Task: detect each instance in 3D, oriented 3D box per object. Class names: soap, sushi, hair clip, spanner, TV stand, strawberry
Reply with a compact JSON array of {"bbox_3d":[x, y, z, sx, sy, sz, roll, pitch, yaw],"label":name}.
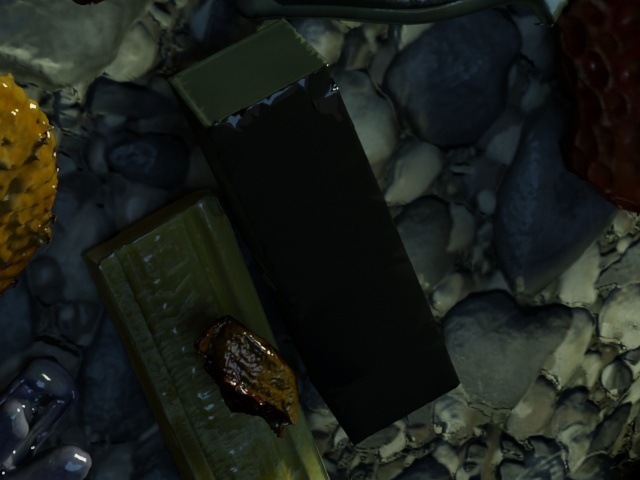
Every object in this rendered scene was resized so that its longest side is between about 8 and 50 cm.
[{"bbox_3d":[-0.070,0.090,1.054,0.092,0.037,0.252,-30,120,-18],"label":"soap"},{"bbox_3d":[-0.048,0.085,1.011,0.099,0.050,0.047,44,78,-25],"label":"sushi"},{"bbox_3d":[-0.252,0.178,0.954,0.278,0.090,0.137,-45,115,-8],"label":"hair clip"},{"bbox_3d":[0.108,-0.176,0.976,0.324,0.040,0.096,-1,111,-1],"label":"spanner"},{"bbox_3d":[0.000,0.000,1.012,0.088,0.083,0.269,-29,125,-5],"label":"TV stand"},{"bbox_3d":[0.263,-0.164,1.081,0.253,0.150,0.280,36,87,-34],"label":"strawberry"}]

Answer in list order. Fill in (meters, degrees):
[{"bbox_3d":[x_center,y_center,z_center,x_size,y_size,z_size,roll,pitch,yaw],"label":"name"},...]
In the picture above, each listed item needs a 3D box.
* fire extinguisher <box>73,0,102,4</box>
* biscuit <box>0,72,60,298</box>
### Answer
[{"bbox_3d":[-0.042,-0.236,0.905,0.269,0.105,0.105,-33,121,-16],"label":"fire extinguisher"},{"bbox_3d":[-0.255,0.002,0.852,0.254,0.035,0.254,-24,147,-16],"label":"biscuit"}]
